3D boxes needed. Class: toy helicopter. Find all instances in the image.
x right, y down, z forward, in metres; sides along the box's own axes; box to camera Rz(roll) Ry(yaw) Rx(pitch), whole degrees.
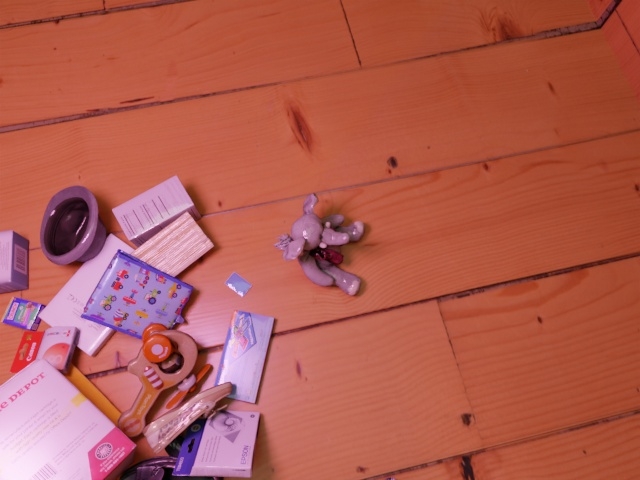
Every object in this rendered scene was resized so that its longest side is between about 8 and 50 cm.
[{"bbox_3d":[-0.498,0.449,1.517,0.235,0.140,0.355,31,86,-22],"label":"toy helicopter"}]

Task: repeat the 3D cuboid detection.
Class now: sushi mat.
[{"bbox_3d":[-0.528,0.056,1.639,0.316,0.019,0.151,-39,101,-9],"label":"sushi mat"}]

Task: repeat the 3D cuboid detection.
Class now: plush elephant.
[{"bbox_3d":[0.000,0.000,1.622,0.330,0.255,0.271,13,71,3],"label":"plush elephant"}]

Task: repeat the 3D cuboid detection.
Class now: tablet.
[{"bbox_3d":[-0.285,0.152,1.696,0.083,0.006,0.054,35,74,10],"label":"tablet"}]

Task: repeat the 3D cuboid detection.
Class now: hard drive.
[{"bbox_3d":[-0.738,0.178,1.657,0.233,0.047,0.353,33,74,10],"label":"hard drive"}]

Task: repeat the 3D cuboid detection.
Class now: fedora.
[{"bbox_3d":[-0.825,-0.037,1.671,0.244,0.124,0.275,-18,65,14],"label":"fedora"}]

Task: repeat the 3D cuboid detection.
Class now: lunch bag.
[{"bbox_3d":[-0.568,0.195,1.571,0.293,0.138,0.221,31,83,-21],"label":"lunch bag"}]

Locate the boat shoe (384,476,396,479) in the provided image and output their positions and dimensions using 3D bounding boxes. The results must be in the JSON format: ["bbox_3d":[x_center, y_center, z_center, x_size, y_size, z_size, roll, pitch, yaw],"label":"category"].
[{"bbox_3d":[0.142,0.764,1.459,0.083,0.065,0.183,43,77,8],"label":"boat shoe"}]

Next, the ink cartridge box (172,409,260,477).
[{"bbox_3d":[-0.301,0.594,1.446,0.224,0.223,0.045,1,113,-1],"label":"ink cartridge box"}]

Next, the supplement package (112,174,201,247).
[{"bbox_3d":[-0.566,-0.093,1.705,0.244,0.139,0.133,-31,76,-12],"label":"supplement package"}]

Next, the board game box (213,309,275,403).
[{"bbox_3d":[-0.250,0.378,1.607,0.145,0.027,0.281,12,71,2],"label":"board game box"}]

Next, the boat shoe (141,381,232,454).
[{"bbox_3d":[-0.386,0.526,1.476,0.285,0.104,0.089,-28,78,-21],"label":"boat shoe"}]

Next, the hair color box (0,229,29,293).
[{"bbox_3d":[-1.200,0.095,1.642,0.375,0.113,0.185,-9,71,-5],"label":"hair color box"}]

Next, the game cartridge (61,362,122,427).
[{"bbox_3d":[-0.812,0.539,1.479,0.324,0.052,0.285,41,52,10],"label":"game cartridge"}]

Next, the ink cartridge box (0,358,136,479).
[{"bbox_3d":[-0.751,0.563,1.347,0.385,0.160,0.279,39,51,9],"label":"ink cartridge box"}]

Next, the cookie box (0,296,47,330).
[{"bbox_3d":[-0.990,0.245,1.631,0.107,0.040,0.091,13,72,4],"label":"cookie box"}]

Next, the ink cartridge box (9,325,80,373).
[{"bbox_3d":[-0.868,0.340,1.533,0.179,0.045,0.145,2,55,-4],"label":"ink cartridge box"}]

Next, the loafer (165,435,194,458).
[{"bbox_3d":[-0.424,0.638,1.492,0.078,0.076,0.223,-27,78,-15],"label":"loafer"}]

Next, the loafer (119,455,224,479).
[{"bbox_3d":[-0.429,0.679,1.394,0.303,0.095,0.109,-4,81,-5],"label":"loafer"}]
